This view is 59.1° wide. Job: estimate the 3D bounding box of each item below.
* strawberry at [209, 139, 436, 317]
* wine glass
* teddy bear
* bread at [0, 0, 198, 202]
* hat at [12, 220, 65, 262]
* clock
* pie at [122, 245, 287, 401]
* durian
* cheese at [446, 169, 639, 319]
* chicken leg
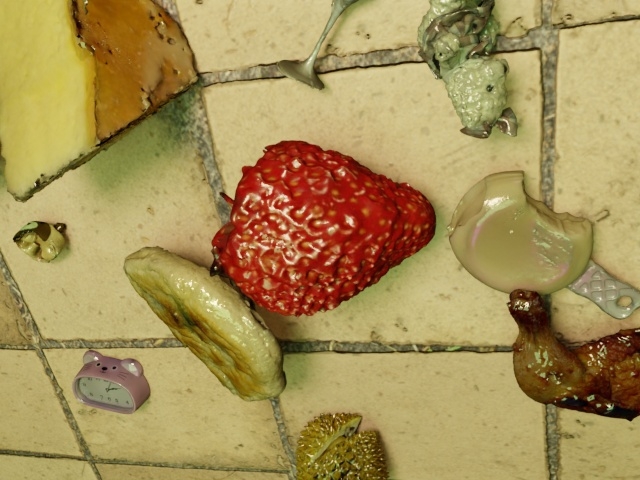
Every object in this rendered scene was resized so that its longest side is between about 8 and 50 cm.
[{"bbox_3d":[0.002,-0.004,0.756,0.257,0.261,0.261,29,121,10],"label":"strawberry"},{"bbox_3d":[0.036,-0.314,0.693,0.074,0.074,0.262,33,120,-2],"label":"wine glass"},{"bbox_3d":[0.164,-0.223,0.670,0.111,0.133,0.213,5,112,43],"label":"teddy bear"},{"bbox_3d":[-0.356,-0.247,0.730,0.248,0.279,0.315,-24,120,33],"label":"bread"},{"bbox_3d":[-0.496,-0.005,1.008,0.077,0.059,0.076,-23,124,30],"label":"hat"},{"bbox_3d":[-0.428,0.288,1.142,0.152,0.050,0.110,8,118,12],"label":"clock"},{"bbox_3d":[-0.186,0.135,0.910,0.337,0.075,0.338,32,151,21],"label":"pie"},{"bbox_3d":[0.032,0.450,1.045,0.193,0.138,0.238,-7,115,19],"label":"durian"},{"bbox_3d":[0.319,0.021,0.780,0.286,0.082,0.163,28,123,-3],"label":"cheese"},{"bbox_3d":[0.374,0.176,0.812,0.322,0.083,0.178,17,119,-12],"label":"chicken leg"}]
